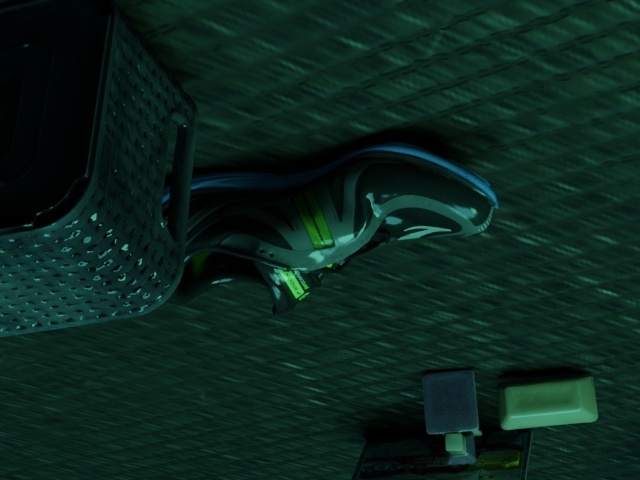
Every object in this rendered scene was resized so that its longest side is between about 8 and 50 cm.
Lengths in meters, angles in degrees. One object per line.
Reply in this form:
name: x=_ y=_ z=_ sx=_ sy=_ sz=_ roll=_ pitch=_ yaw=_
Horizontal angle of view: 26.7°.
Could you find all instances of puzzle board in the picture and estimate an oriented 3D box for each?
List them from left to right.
puzzle board: x=0.085 y=0.163 z=0.968 sx=0.128 sy=0.096 sz=0.011 roll=-7 pitch=106 yaw=15

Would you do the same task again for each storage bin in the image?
storage bin: x=-0.156 y=-0.028 z=0.606 sx=0.180 sy=0.122 sz=0.084 roll=-10 pitch=148 yaw=20

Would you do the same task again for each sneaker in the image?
sneaker: x=0.000 y=0.000 z=0.686 sx=0.188 sy=0.078 sz=0.067 roll=-8 pitch=148 yaw=17

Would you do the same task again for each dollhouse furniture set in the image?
dollhouse furniture set: x=0.135 y=0.137 z=0.926 sx=0.114 sy=0.091 sz=0.081 roll=-7 pitch=164 yaw=11
